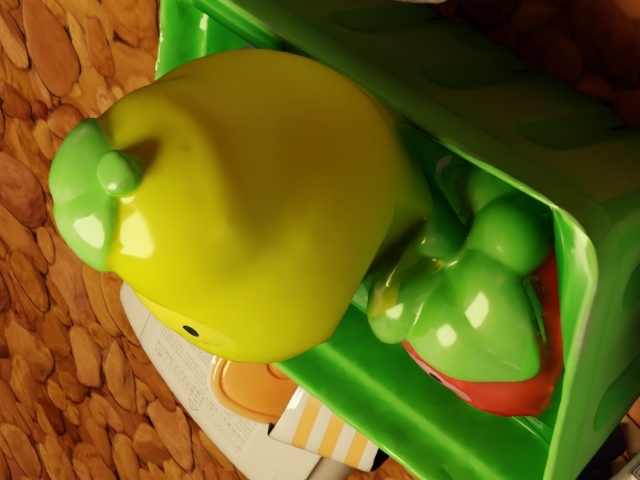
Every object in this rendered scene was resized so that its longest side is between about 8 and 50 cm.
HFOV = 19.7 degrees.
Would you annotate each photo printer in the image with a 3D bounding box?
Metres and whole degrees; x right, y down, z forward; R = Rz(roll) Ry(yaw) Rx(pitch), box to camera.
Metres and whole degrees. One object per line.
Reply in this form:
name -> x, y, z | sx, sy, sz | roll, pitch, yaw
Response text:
photo printer -> -0.041, 0.064, 1.462 | 0.256, 0.107, 0.307 | 50, 148, 15

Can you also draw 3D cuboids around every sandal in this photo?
sandal -> 0.055, 0.112, 1.260 | 0.076, 0.265, 0.102 | -91, 15, -66

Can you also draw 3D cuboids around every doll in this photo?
doll -> 0.136, 0.186, 1.235 | 0.046, 0.189, 0.129 | 45, 146, 22

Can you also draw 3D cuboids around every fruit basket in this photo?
fruit basket -> 0.000, 0.000, 1.093 | 0.392, 0.392, 0.283 | 35, 135, 34

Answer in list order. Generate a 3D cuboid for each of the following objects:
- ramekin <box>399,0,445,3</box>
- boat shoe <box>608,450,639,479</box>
ramekin -> 0.056, -0.279, 1.009 | 0.273, 0.127, 0.273 | 36, 143, 33
boat shoe -> 0.200, 0.218, 1.220 | 0.088, 0.096, 0.267 | 46, 145, 15
